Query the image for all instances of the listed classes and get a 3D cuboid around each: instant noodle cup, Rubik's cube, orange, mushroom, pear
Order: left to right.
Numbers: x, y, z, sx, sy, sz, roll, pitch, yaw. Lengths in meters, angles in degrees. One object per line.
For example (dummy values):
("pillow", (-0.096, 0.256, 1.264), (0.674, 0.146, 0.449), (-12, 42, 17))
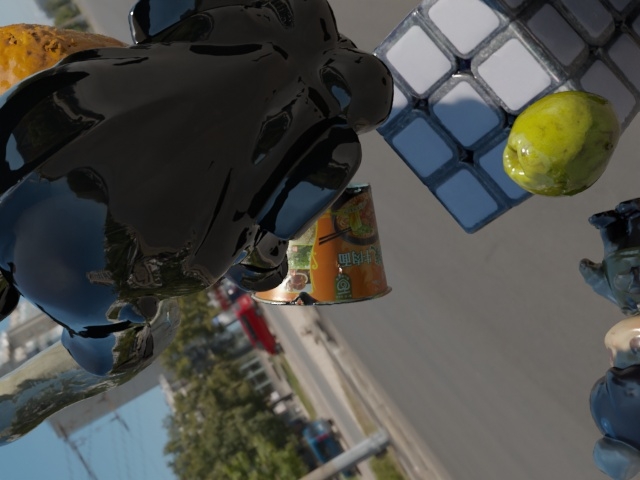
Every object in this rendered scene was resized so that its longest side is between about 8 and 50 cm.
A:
("orange", (-0.421, -0.196, 1.450), (0.340, 0.341, 0.293), (-144, 61, -73))
("mushroom", (-0.338, 0.178, 1.176), (0.097, 0.351, 0.109), (56, 166, 13))
("instant noodle cup", (0.000, 0.000, 1.440), (0.230, 0.230, 0.182), (-155, 63, -77))
("Rubik's cube", (0.272, -0.246, 1.273), (0.303, 0.305, 0.301), (48, 141, -4))
("pear", (0.248, -0.098, 0.911), (0.107, 0.131, 0.107), (41, 141, 44))

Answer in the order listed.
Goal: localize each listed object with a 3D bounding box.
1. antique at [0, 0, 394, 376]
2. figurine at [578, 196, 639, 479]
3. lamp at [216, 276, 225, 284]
("antique", (-0.102, -0.036, 0.600), (0.185, 0.322, 0.255), (52, 144, 12))
("figurine", (0.455, 0.128, 1.247), (0.218, 0.206, 0.364), (-28, 78, 51))
("lamp", (-0.136, 0.038, 1.191), (0.031, 0.083, 0.063), (60, 141, 31))
